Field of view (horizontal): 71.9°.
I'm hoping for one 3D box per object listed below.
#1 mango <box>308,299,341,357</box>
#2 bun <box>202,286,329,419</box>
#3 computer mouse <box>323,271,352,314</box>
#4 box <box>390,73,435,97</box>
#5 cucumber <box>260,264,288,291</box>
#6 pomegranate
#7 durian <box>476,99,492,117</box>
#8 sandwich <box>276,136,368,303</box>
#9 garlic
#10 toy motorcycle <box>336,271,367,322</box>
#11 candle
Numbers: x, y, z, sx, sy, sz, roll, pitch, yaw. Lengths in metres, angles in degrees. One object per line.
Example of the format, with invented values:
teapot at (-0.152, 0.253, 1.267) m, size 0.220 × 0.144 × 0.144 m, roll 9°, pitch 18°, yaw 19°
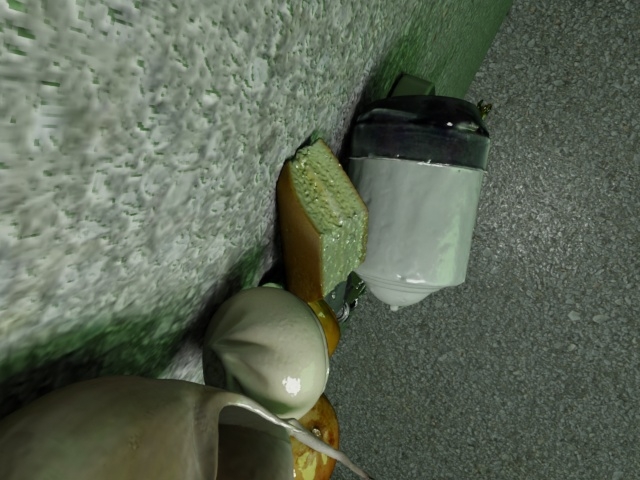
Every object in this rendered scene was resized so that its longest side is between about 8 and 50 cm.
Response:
mango at (-0.037, 0.167, 0.838) m, size 0.249 × 0.151 × 0.156 m, roll 83°, pitch 6°, yaw -60°
bun at (-0.080, 0.143, 0.531) m, size 0.119 × 0.173 × 0.173 m, roll 0°, pitch 121°, yaw -48°
computer mouse at (0.009, 0.102, 1.012) m, size 0.126 × 0.071 × 0.231 m, roll -35°, pitch 145°, yaw -33°
box at (0.154, -0.145, 0.993) m, size 0.367 × 0.090 × 0.373 m, roll -63°, pitch 166°, yaw 9°
cucumber at (-0.056, 0.062, 0.706) m, size 0.105 × 0.048 × 0.048 m, roll -50°, pitch 164°, yaw -55°
pomegranate at (-0.101, 0.395, 0.866) m, size 0.270 × 0.229 × 0.252 m, roll -31°, pitch -164°, yaw 33°
durian at (0.261, -0.173, 0.919) m, size 0.375 × 0.106 × 0.132 m, roll -57°, pitch 168°, yaw -26°
sandwich at (0.000, 0.000, 0.600) m, size 0.094 × 0.096 × 0.258 m, roll -38°, pitch 142°, yaw -35°
garlic at (-0.123, 0.197, 0.327) m, size 0.340 × 0.245 × 0.232 m, roll -37°, pitch 138°, yaw -50°
toy motorcycle at (0.079, 0.109, 1.207) m, size 0.275 × 0.127 × 0.205 m, roll -57°, pitch 168°, yaw 12°
candle at (0.141, -0.039, 0.707) m, size 0.221 × 0.221 × 0.343 m, roll -13°, pitch 111°, yaw -74°
